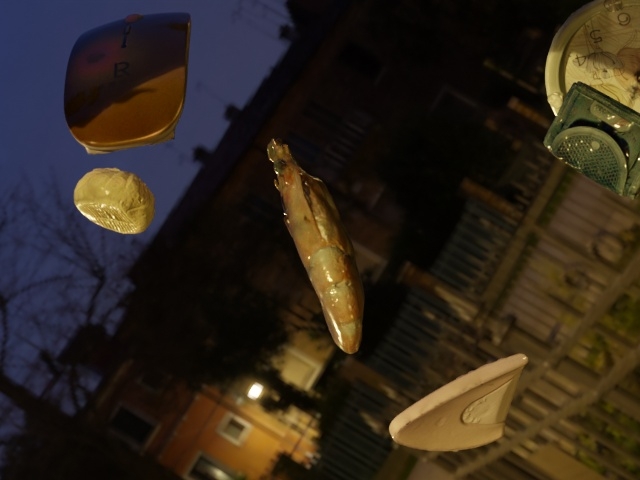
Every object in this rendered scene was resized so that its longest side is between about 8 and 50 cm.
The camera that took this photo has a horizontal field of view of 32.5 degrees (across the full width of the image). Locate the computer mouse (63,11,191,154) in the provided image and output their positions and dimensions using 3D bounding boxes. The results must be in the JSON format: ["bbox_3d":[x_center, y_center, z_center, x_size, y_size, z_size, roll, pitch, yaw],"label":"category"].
[{"bbox_3d":[-0.246,-0.224,1.430,0.310,0.158,0.072,-95,-6,-50],"label":"computer mouse"}]

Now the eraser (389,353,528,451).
[{"bbox_3d":[0.223,0.283,1.847,0.243,0.059,0.204,-10,-46,-22],"label":"eraser"}]

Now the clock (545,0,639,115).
[{"bbox_3d":[0.406,-0.210,1.394,0.053,0.236,0.236,-53,-9,-49],"label":"clock"}]

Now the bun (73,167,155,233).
[{"bbox_3d":[-0.281,-0.059,1.514,0.115,0.115,0.069,108,-177,-65],"label":"bun"}]

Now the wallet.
[{"bbox_3d":[0.309,-0.110,1.201,0.026,0.129,0.088,1,-60,-50],"label":"wallet"}]

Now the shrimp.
[{"bbox_3d":[0.002,0.009,1.235,0.059,0.254,0.145,-21,-26,-4],"label":"shrimp"}]
